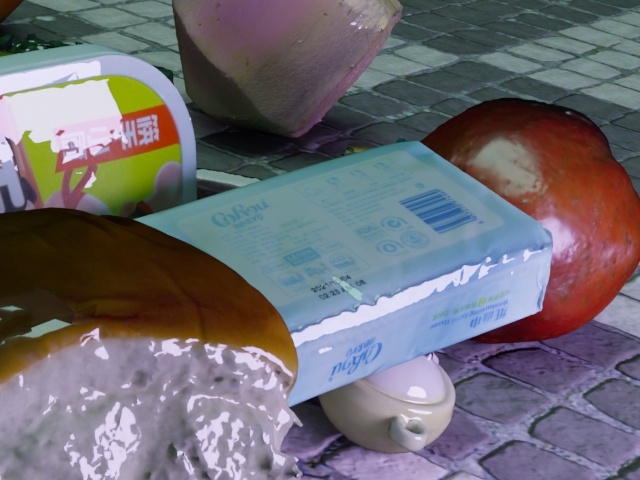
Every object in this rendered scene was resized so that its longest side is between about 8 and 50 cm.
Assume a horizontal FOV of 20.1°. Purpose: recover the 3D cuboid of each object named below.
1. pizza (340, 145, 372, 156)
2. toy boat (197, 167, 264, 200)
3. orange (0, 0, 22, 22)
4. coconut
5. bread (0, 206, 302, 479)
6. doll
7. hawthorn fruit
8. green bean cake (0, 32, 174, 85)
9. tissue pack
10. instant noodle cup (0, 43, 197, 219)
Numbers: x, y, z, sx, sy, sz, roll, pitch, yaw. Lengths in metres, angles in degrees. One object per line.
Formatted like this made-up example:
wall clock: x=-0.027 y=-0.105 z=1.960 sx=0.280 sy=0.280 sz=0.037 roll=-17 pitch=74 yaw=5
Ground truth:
pizza: x=0.068 y=-0.038 z=1.742 sx=0.154 sy=0.069 sz=0.194 roll=15 pitch=20 yaw=20
toy boat: x=-0.097 y=-0.004 z=1.566 sx=0.223 sy=0.097 sz=0.100 roll=9 pitch=36 yaw=0
orange: x=-0.476 y=-0.352 z=2.142 sx=0.284 sy=0.226 sz=0.284 roll=1 pitch=20 yaw=0
coconut: x=-0.048 y=-0.229 z=1.980 sx=0.233 sy=0.245 sz=0.233 roll=41 pitch=20 yaw=-18
bread: x=-0.163 y=0.096 z=1.105 sx=0.250 sy=0.225 sz=0.279 roll=-4 pitch=19 yaw=-36
doll: x=0.035 y=0.069 z=1.394 sx=0.141 sy=0.117 sz=0.296 roll=19 pitch=16 yaw=-25
hawthorn fruit: x=0.159 y=-0.011 z=1.531 sx=0.215 sy=0.215 sz=0.249 roll=19 pitch=22 yaw=26
green bean cake: x=-0.257 y=-0.129 z=1.812 sx=0.208 sy=0.107 sz=0.193 roll=13 pitch=21 yaw=8
tissue pack: x=0.011 y=0.022 z=1.295 sx=0.263 sy=0.089 sz=0.177 roll=-20 pitch=40 yaw=-33
instant noodle cup: x=-0.290 y=-0.033 z=1.371 sx=0.308 sy=0.294 sz=0.294 roll=18 pitch=22 yaw=41
